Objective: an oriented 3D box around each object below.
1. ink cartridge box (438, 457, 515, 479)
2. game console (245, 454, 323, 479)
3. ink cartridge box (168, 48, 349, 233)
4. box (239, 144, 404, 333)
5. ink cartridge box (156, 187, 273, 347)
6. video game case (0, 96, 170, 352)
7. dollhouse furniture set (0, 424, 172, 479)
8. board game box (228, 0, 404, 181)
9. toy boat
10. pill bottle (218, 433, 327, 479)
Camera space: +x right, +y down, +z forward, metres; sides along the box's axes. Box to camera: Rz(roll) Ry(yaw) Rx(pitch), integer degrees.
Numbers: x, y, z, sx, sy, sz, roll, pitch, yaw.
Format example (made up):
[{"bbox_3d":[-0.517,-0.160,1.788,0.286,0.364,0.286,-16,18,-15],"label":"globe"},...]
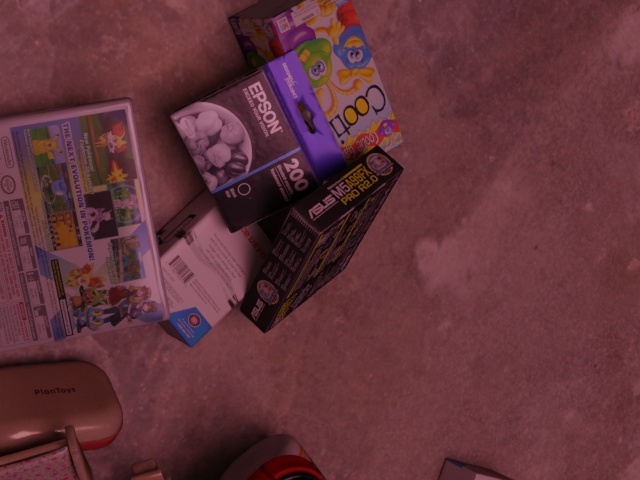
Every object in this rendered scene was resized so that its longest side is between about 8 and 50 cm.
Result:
[{"bbox_3d":[0.300,0.476,2.176,0.143,0.092,0.089,19,89,-35],"label":"ink cartridge box"},{"bbox_3d":[-0.067,0.549,1.758,0.342,0.060,0.386,-39,116,-13],"label":"game console"},{"bbox_3d":[-0.085,-0.143,1.700,0.208,0.045,0.206,-28,111,-3],"label":"ink cartridge box"},{"bbox_3d":[0.000,0.000,1.775,0.060,0.270,0.216,43,50,12],"label":"box"},{"bbox_3d":[-0.184,0.038,1.785,0.203,0.086,0.148,-44,118,-17],"label":"ink cartridge box"},{"bbox_3d":[-0.386,-0.016,1.624,0.300,0.036,0.328,-11,106,-10],"label":"video game case"},{"bbox_3d":[-0.347,0.381,1.586,0.303,0.173,0.355,-16,145,-7],"label":"dollhouse furniture set"},{"bbox_3d":[-0.006,-0.248,1.802,0.142,0.144,0.275,-33,115,-22],"label":"board game box"},{"bbox_3d":[-0.411,0.270,1.680,0.231,0.151,0.151,-1,130,-32],"label":"toy boat"},{"bbox_3d":[-0.032,0.467,1.893,0.162,0.162,0.278,-41,105,-19],"label":"pill bottle"}]
